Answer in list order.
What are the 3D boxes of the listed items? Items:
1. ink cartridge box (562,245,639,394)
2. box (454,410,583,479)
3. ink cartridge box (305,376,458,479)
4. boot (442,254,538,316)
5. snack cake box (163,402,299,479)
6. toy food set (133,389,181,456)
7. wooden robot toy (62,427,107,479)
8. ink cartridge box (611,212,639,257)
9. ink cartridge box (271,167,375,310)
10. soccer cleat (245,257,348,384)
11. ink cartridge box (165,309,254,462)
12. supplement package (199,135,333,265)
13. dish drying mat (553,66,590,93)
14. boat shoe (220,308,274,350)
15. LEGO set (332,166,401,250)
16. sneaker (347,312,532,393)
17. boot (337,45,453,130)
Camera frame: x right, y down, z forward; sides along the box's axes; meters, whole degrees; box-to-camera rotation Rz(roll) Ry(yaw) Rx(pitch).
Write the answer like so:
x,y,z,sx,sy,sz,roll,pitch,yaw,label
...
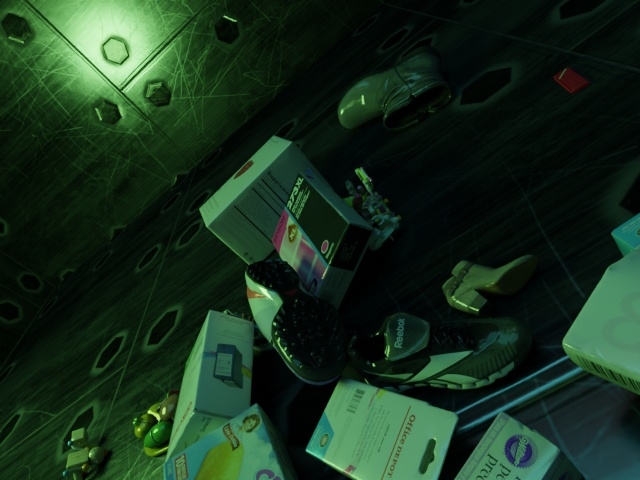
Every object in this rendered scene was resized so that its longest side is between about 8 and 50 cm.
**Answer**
x,y,z,sx,sy,sz,roll,pitch,yaw,label
0.335,0.033,0.316,0.232,0.066,0.189,-55,29,-8,ink cartridge box
0.104,0.308,0.364,0.324,0.067,0.063,-49,30,-11,box
0.079,0.237,0.492,0.181,0.061,0.104,-3,49,51,ink cartridge box
0.223,0.049,0.578,0.118,0.042,0.087,-42,27,2,boot
-0.089,0.343,0.501,0.152,0.089,0.264,-32,27,-11,snack cake box
-0.295,0.333,0.832,0.217,0.071,0.128,-33,31,19,toy food set
-0.515,0.489,0.941,0.078,0.077,0.173,-14,21,-21,wooden robot toy
0.384,0.024,0.384,0.104,0.060,0.180,-38,29,14,ink cartridge box
-0.022,-0.026,0.872,0.176,0.069,0.371,-67,26,17,ink cartridge box
-0.045,0.140,0.684,0.108,0.117,0.318,-12,26,-22,soccer cleat
-0.185,0.254,0.725,0.154,0.093,0.212,-60,19,27,ink cartridge box
-0.148,-0.109,1.115,0.293,0.175,0.177,-45,28,-2,supplement package
0.453,-0.291,0.763,0.032,0.008,0.083,-29,32,23,dish drying mat
-0.143,0.174,0.835,0.183,0.083,0.065,-20,37,37,boat shoe
0.058,-0.084,0.877,0.132,0.107,0.287,-44,31,-11,LEGO set
0.130,0.132,0.518,0.234,0.106,0.078,-23,36,33,sneaker
0.173,-0.364,1.117,0.338,0.118,0.223,-29,37,34,boot
